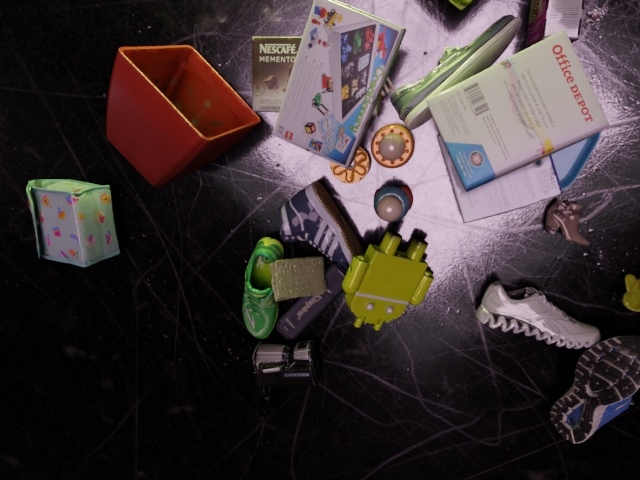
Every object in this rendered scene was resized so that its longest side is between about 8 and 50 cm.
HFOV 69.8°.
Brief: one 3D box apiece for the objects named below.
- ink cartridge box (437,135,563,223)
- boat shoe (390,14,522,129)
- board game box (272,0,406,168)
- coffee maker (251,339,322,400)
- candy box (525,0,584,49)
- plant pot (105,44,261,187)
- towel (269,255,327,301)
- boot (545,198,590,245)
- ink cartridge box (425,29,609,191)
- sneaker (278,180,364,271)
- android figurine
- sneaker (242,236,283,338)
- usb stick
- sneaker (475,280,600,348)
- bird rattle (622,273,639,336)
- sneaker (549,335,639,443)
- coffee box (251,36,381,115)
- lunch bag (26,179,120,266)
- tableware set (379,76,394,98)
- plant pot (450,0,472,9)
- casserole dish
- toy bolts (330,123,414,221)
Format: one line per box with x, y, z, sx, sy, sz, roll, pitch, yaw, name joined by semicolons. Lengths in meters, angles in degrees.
0.413;-0.175;1.070;0.224;0.045;0.223;-16;89;18;ink cartridge box
0.293;-0.390;1.023;0.319;0.116;0.099;-41;73;17;boat shoe
0.032;-0.333;0.984;0.193;0.053;0.305;26;116;7;board game box
-0.088;0.369;1.324;0.178;0.120;0.171;-5;128;15;coffee maker
0.477;-0.516;0.924;0.071;0.159;0.233;4;105;11;candy box
-0.360;-0.288;1.128;0.267;0.267;0.236;46;120;-2;plant pot
-0.057;0.097;1.205;0.148;0.027;0.110;-7;94;-17;towel
0.596;-0.045;1.089;0.118;0.042;0.087;20;106;6;boot
0.389;-0.246;0.943;0.270;0.197;0.198;-24;86;18;ink cartridge box
0.000;0.000;1.202;0.153;0.099;0.282;-28;99;21;sneaker
0.167;0.110;1.167;0.248;0.056;0.273;15;108;-28;android figurine
-0.172;0.139;1.262;0.109;0.123;0.295;10;107;9;sneaker
-0.018;0.171;1.278;0.077;0.045;0.278;42;110;-2;usb stick
0.544;0.184;1.134;0.292;0.110;0.118;14;99;8;sneaker
0.828;0.186;1.062;0.207;0.143;0.253;-23;102;1;bird rattle
0.698;0.351;1.125;0.130;0.147;0.330;50;135;39;sneaker
-0.005;-0.385;1.085;0.297;0.119;0.168;5;107;10;coffee box
-0.733;-0.058;1.316;0.262;0.160;0.223;9;110;22;lunch bag
0.086;-0.367;0.997;0.104;0.024;0.154;-28;100;25;tableware set
0.290;-0.617;0.912;0.228;0.207;0.227;44;110;-2;plant pot
0.555;-0.206;1.056;0.114;0.037;0.188;25;108;5;casserole dish
0.130;-0.147;1.099;0.218;0.158;0.228;-13;102;15;toy bolts
